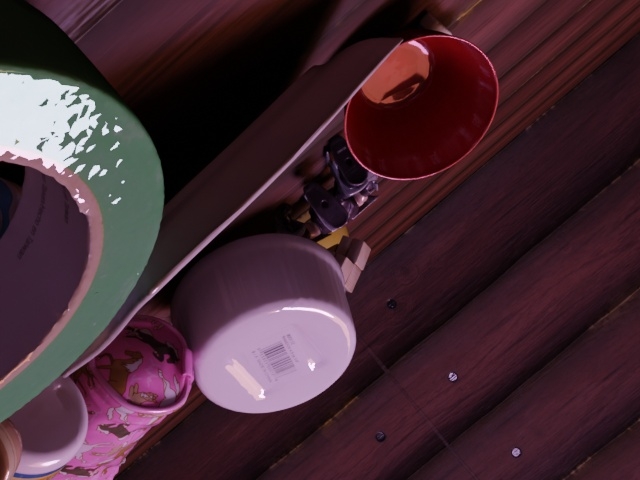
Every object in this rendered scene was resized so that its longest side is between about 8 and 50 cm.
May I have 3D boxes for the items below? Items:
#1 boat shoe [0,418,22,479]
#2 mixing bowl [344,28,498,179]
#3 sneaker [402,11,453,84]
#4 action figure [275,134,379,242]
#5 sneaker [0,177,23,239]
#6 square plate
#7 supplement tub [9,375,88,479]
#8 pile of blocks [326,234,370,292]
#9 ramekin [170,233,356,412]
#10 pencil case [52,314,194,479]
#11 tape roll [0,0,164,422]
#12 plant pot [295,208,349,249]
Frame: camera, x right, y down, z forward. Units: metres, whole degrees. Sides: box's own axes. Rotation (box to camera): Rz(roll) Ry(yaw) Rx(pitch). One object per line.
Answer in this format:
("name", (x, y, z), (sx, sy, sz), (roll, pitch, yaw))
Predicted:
("boat shoe", (-0.407, 0.237, 0.907), (0.341, 0.122, 0.110), (-26, 180, 29))
("mixing bowl", (0.100, -0.170, 1.021), (0.181, 0.098, 0.181), (-9, 129, -12))
("sneaker", (0.135, -0.227, 1.124), (0.084, 0.058, 0.152), (-48, 166, 14))
("action figure", (0.019, -0.066, 1.385), (0.185, 0.099, 0.285), (-46, 177, -8))
("sneaker", (-0.289, 0.040, 0.604), (0.229, 0.087, 0.092), (-46, 163, 2))
("square plate", (-0.106, -0.032, 0.849), (0.344, 0.049, 0.347), (-49, -172, -31))
("supplement tub", (-0.376, 0.241, 1.044), (0.200, 0.144, 0.144), (-45, 171, 34))
("pile of blocks", (-0.095, 0.075, 1.489), (0.362, 0.149, 0.112), (-32, 154, 6))
("ramekin", (-0.080, 0.136, 1.353), (0.277, 0.135, 0.277), (-10, 133, -11))
("pencil case", (-0.327, 0.260, 1.333), (0.167, 0.160, 0.386), (-31, 167, -46))
("tape roll", (-0.233, 0.019, 0.450), (0.321, 0.077, 0.321), (-34, 156, -17))
("plant pot", (0.000, 0.000, 1.631), (0.134, 0.095, 0.134), (-40, 172, -7))
